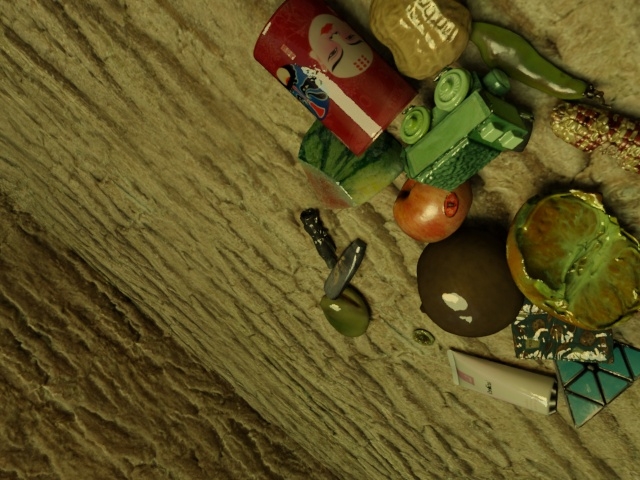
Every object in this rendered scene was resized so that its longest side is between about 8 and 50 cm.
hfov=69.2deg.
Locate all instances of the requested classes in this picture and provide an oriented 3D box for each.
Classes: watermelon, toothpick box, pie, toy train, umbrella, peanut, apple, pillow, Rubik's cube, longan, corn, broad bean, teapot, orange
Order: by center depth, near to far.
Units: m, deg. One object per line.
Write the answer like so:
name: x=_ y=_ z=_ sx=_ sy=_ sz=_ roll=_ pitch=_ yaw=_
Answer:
corn: x=0.598 y=-0.198 z=0.928 sx=0.289 sy=0.098 sz=0.098 roll=24 pitch=138 yaw=12
broad bean: x=0.427 y=-0.352 z=0.936 sx=0.325 sy=0.067 sz=0.075 roll=29 pitch=169 yaw=5
peanut: x=0.196 y=-0.453 z=0.953 sx=0.233 sy=0.110 sz=0.196 roll=47 pitch=149 yaw=-11
toy train: x=0.292 y=-0.236 z=0.994 sx=0.159 sy=0.188 sz=0.271 roll=11 pitch=144 yaw=-35
teapot: x=0.408 y=-0.258 z=1.015 sx=0.124 sy=0.092 sz=0.091 roll=25 pitch=124 yaw=4
toothpick box: x=0.035 y=-0.376 z=1.059 sx=0.333 sy=0.204 sz=0.204 roll=42 pitch=139 yaw=-3
orange: x=0.565 y=0.049 z=1.067 sx=0.334 sy=0.262 sz=0.196 roll=36 pitch=156 yaw=-12
apple: x=0.280 y=-0.097 z=1.168 sx=0.164 sy=0.209 sz=0.209 roll=32 pitch=140 yaw=-9
longan: x=0.388 y=0.112 z=1.218 sx=0.297 sy=0.297 sz=0.297 roll=19 pitch=137 yaw=19
watermelon: x=0.069 y=-0.208 z=1.246 sx=0.261 sy=0.213 sz=0.201 roll=41 pitch=156 yaw=3
pillow: x=0.655 y=0.238 z=1.276 sx=0.255 sy=0.034 sz=0.189 roll=-7 pitch=84 yaw=39
Rubik's cube: x=0.755 y=0.370 z=1.330 sx=0.228 sy=0.229 sz=0.233 roll=11 pitch=102 yaw=-26
umbrella: x=0.000 y=0.000 z=1.564 sx=0.066 sy=0.059 sz=0.236 roll=21 pitch=144 yaw=51
pie: x=0.367 y=0.351 z=1.669 sx=0.085 sy=0.017 sz=0.085 roll=19 pitch=136 yaw=20
broad bean: x=0.094 y=0.266 z=1.722 sx=0.189 sy=0.121 sz=0.263 roll=13 pitch=148 yaw=24

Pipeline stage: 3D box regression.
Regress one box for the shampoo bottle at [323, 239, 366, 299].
shampoo bottle: x=0.082 y=0.097 z=1.555 sx=0.049 sy=0.087 sz=0.234 roll=6 pitch=129 yaw=-33

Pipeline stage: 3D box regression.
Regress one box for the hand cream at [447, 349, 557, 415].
hand cream: x=0.606 y=0.477 z=1.562 sx=0.358 sy=0.118 sz=0.185 roll=7 pitch=132 yaw=38
